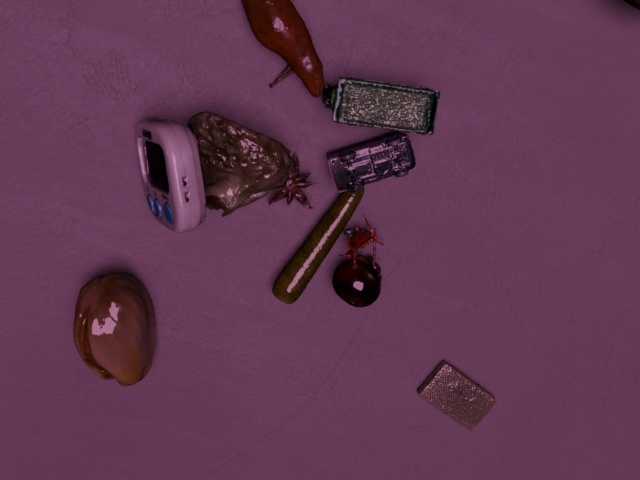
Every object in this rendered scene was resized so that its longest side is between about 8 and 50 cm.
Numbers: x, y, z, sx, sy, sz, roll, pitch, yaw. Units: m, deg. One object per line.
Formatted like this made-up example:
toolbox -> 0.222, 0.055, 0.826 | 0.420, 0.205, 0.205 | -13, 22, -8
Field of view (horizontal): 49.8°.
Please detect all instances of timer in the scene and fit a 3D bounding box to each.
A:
timer -> -0.324, -0.146, 1.501 | 0.087, 0.262, 0.237 | -13, 109, -27

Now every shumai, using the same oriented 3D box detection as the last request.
shumai -> -0.201, -0.159, 1.546 | 0.256, 0.189, 0.218 | 26, 101, -7

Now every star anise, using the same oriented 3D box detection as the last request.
star anise -> -0.065, -0.143, 1.638 | 0.124, 0.056, 0.129 | 6, 95, 11

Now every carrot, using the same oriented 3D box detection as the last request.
carrot -> 0.000, 0.000, 1.680 | 0.074, 0.074, 0.358 | 32, 97, -15

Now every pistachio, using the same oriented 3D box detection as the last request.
pistachio -> -0.486, 0.207, 1.644 | 0.166, 0.197, 0.288 | 17, 123, 32

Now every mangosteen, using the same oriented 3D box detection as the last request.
mangosteen -> 0.097, 0.094, 1.702 | 0.140, 0.140, 0.140 | -2, 107, -7

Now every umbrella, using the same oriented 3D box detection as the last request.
umbrella -> -0.085, -0.378, 1.580 | 0.083, 0.031, 0.020 | -36, 140, 6

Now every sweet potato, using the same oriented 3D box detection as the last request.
sweet potato -> -0.096, -0.472, 1.499 | 0.112, 0.112, 0.359 | -35, 96, 4

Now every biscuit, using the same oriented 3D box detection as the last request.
biscuit -> 0.372, 0.423, 1.871 | 0.199, 0.040, 0.121 | 36, 97, -15

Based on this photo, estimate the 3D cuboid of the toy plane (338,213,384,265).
toy plane -> 0.089, 0.018, 1.635 | 0.077, 0.194, 0.126 | -7, 125, 21

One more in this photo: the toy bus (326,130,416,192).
toy bus -> 0.118, -0.188, 1.620 | 0.199, 0.108, 0.096 | -17, 112, 0

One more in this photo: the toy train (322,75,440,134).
toy train -> 0.140, -0.303, 1.563 | 0.269, 0.154, 0.115 | 6, 108, -9

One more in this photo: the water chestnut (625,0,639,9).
water chestnut -> 0.777, -0.652, 1.462 | 0.351, 0.302, 0.350 | -1, 102, -6
